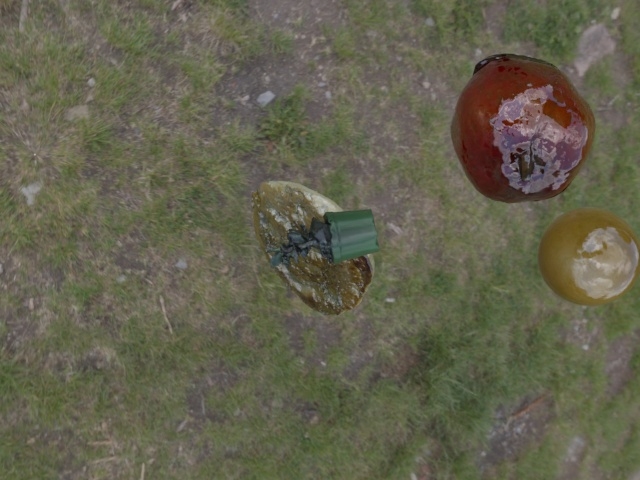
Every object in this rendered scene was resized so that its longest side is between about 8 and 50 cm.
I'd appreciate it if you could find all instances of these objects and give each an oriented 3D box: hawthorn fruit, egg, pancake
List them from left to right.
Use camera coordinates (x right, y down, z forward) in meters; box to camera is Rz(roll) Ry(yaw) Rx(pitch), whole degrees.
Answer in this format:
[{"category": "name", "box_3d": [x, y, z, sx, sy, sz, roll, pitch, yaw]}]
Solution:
[{"category": "pancake", "box_3d": [-0.027, 0.013, 1.182, 0.065, 0.356, 0.356, -46, 116, -31]}, {"category": "hawthorn fruit", "box_3d": [0.298, -0.154, 0.810, 0.215, 0.250, 0.215, 4, 123, 7]}, {"category": "egg", "box_3d": [0.715, 0.036, 1.470, 0.322, 0.250, 0.250, -41, 120, -57]}]

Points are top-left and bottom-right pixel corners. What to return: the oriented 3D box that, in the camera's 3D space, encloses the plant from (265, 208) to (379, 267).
[{"category": "plant", "box_3d": [0.000, 0.000, 0.497, 0.102, 0.051, 0.051, -11, 104, -1]}]
